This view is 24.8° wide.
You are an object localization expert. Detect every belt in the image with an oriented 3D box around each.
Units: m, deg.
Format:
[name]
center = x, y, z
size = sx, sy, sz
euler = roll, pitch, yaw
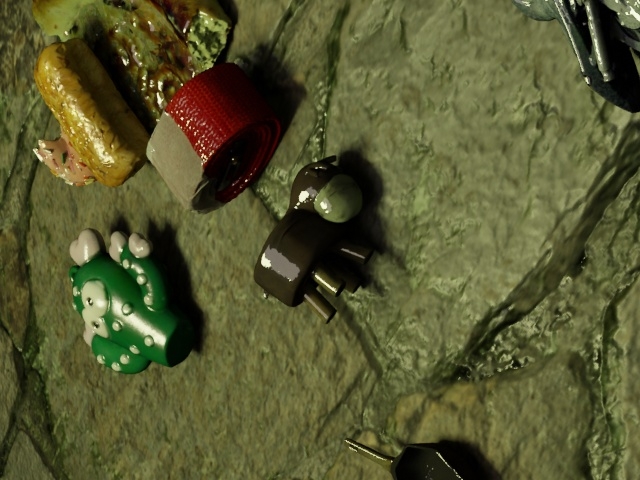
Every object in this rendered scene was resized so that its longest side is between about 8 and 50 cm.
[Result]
[belt]
center = -0.139, -0.133, 1.835
size = 0.124, 0.128, 0.201
euler = 54, 142, 19

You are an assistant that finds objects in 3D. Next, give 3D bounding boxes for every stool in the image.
[stool]
center = 0.000, 0.000, 1.750
size = 0.121, 0.125, 0.217
euler = 32, 114, 15

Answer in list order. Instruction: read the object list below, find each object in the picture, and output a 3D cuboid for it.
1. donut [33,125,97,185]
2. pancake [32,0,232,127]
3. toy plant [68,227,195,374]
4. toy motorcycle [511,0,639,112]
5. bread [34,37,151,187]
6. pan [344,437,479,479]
[donut]
center = -0.354, -0.132, 2.138
size = 0.117, 0.065, 0.166
euler = 48, 149, 6
[pancake]
center = -0.276, -0.279, 1.983
size = 0.426, 0.067, 0.305
euler = 31, 132, 36
[toy plant]
center = -0.291, 0.093, 2.150
size = 0.243, 0.112, 0.233
euler = 3, 112, 44
[toy motorcycle]
center = 0.221, -0.267, 1.354
size = 0.307, 0.108, 0.173
euler = 51, 149, 19
[bread]
center = -0.319, -0.176, 2.017
size = 0.211, 0.083, 0.114
euler = 57, 153, 2
[pan]
center = 0.127, 0.277, 1.781
size = 0.202, 0.048, 0.128
euler = 47, 137, 22
